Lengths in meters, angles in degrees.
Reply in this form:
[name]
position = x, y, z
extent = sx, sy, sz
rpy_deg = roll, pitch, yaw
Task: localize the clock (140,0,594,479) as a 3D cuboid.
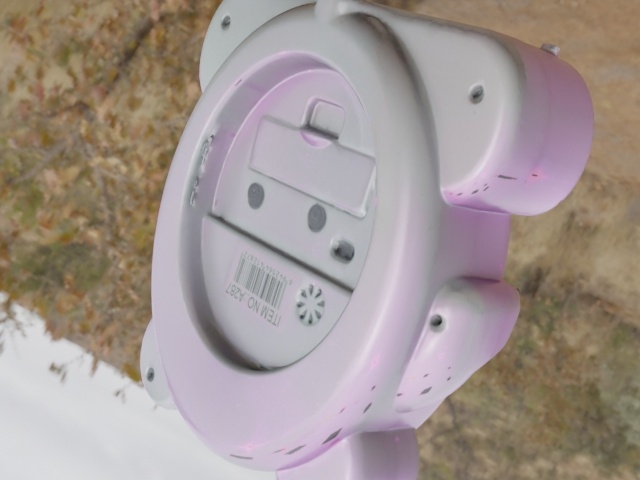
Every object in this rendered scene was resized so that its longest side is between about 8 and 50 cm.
[clock]
position = 0.000, 0.000, 0.494
extent = 0.090, 0.247, 0.227
rpy_deg = 8, -167, -44
